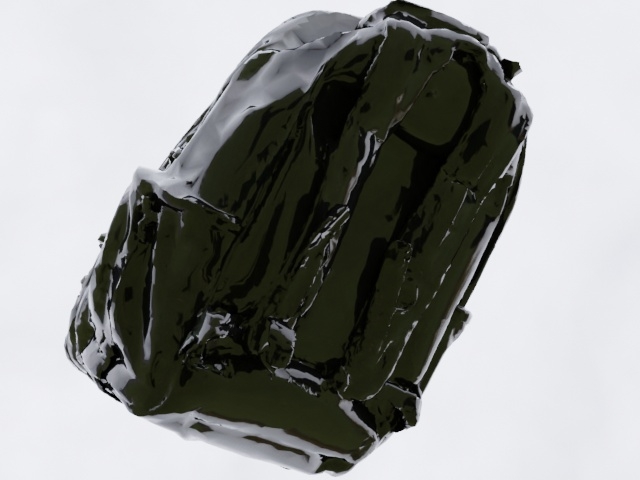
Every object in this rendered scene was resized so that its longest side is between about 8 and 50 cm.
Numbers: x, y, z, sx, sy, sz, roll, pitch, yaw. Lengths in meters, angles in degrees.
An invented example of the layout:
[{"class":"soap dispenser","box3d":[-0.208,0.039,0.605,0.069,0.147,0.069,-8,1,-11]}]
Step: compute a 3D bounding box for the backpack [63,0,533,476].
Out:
[{"class":"backpack","box3d":[0.000,0.000,0.842,0.206,0.133,0.258,25,-80,-37]}]
